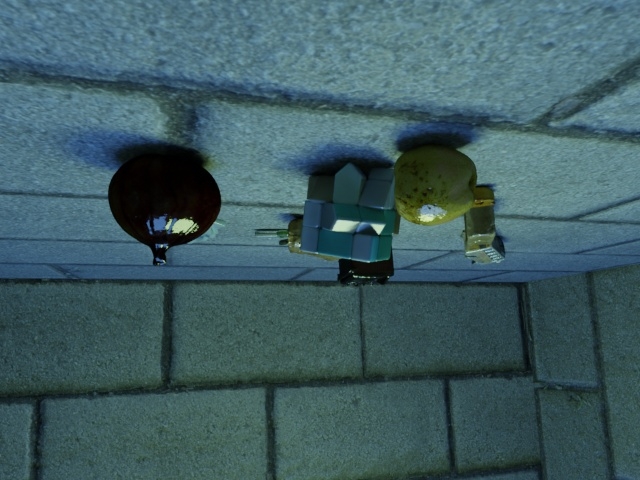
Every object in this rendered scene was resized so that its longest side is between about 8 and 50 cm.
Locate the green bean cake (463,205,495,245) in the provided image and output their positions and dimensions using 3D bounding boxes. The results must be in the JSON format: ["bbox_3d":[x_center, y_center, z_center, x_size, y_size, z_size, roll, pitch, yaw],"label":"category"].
[{"bbox_3d":[0.483,-0.050,1.572,0.085,0.109,0.179,-4,169,13],"label":"green bean cake"}]

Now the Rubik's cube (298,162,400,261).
[{"bbox_3d":[0.066,-0.069,1.193,0.224,0.213,0.265,10,-174,25],"label":"Rubik's cube"}]

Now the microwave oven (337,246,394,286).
[{"bbox_3d":[0.169,0.081,2.020,0.177,0.188,0.247,1,170,-9],"label":"microwave oven"}]

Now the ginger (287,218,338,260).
[{"bbox_3d":[0.000,0.000,1.733,0.189,0.127,0.353,-3,172,39],"label":"ginger"}]

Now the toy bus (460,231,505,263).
[{"bbox_3d":[0.646,0.026,2.055,0.137,0.097,0.342,-14,163,26],"label":"toy bus"}]

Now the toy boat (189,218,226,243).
[{"bbox_3d":[-0.392,-0.053,1.467,0.290,0.100,0.199,-10,167,41],"label":"toy boat"}]

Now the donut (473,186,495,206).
[{"bbox_3d":[0.424,-0.115,1.394,0.097,0.043,0.108,-4,170,14],"label":"donut"}]

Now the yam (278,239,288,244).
[{"bbox_3d":[-0.086,-0.004,1.983,0.027,0.029,0.234,38,150,-29],"label":"yam"}]

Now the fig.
[{"bbox_3d":[-0.329,-0.078,1.100,0.234,0.215,0.235,-5,145,-4],"label":"fig"}]

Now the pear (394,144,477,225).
[{"bbox_3d":[0.233,-0.113,1.048,0.177,0.178,0.178,-1,169,0],"label":"pear"}]

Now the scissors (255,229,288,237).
[{"bbox_3d":[-0.132,-0.025,1.850,0.204,0.027,0.101,-1,168,-12],"label":"scissors"}]
